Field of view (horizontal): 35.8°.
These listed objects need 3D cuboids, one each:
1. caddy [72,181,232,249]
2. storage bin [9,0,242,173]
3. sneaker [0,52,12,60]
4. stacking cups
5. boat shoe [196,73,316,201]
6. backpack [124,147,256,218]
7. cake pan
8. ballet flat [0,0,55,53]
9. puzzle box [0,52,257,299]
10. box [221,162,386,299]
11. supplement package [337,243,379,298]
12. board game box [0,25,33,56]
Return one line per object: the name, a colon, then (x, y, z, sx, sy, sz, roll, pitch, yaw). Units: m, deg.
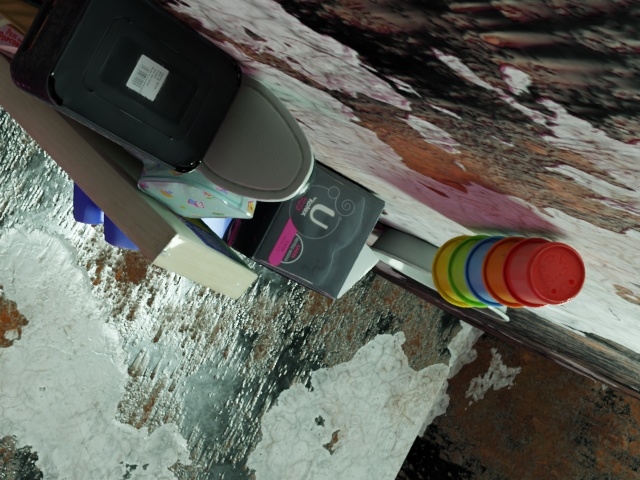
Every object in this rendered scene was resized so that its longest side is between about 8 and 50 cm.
caddy: (-0.268, -0.106, 1.710, 0.341, 0.179, 0.241, -6, -155, -42)
storage bin: (-0.177, -0.155, 0.923, 0.180, 0.122, 0.084, 30, 177, -43)
sneaker: (-0.575, -0.329, 1.959, 0.162, 0.106, 0.281, 34, 165, -20)
stacking cups: (0.209, 0.030, 1.132, 0.096, 0.096, 0.316, 28, 173, -4)
boat shoe: (-0.105, -0.124, 1.045, 0.302, 0.114, 0.091, 40, -177, 31)
backpack: (-0.154, -0.111, 1.239, 0.166, 0.144, 0.188, 4, 152, 39)
cake pan: (0.220, 0.058, 1.799, 0.293, 0.054, 0.293, 27, 178, 1)
ballet flat: (-0.411, -0.287, 1.238, 0.232, 0.073, 0.080, 27, 177, 6)
puzzle box: (-0.282, -0.087, 1.386, 0.409, 0.052, 0.272, 43, -178, 23)
box: (-0.034, -0.026, 1.501, 0.143, 0.165, 0.270, 28, 177, -16)
supplement package: (0.000, 0.000, 1.757, 0.179, 0.105, 0.105, 48, 172, -10)
board game box: (-0.505, -0.326, 1.712, 0.193, 0.045, 0.147, 29, 177, -33)
